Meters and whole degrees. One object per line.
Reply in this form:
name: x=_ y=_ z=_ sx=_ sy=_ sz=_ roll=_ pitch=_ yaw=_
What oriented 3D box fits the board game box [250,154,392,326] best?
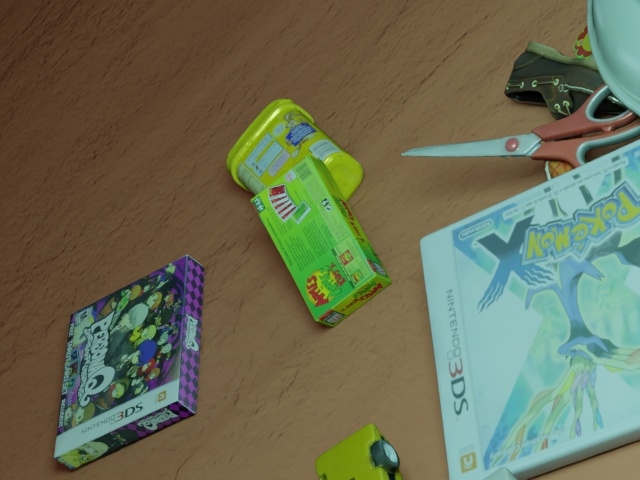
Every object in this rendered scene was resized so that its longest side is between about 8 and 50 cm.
board game box: x=0.000 y=0.000 z=2.166 sx=0.092 sy=0.043 sz=0.181 roll=-38 pitch=62 yaw=18

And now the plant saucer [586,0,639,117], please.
plant saucer: x=0.406 y=-0.303 z=1.813 sx=0.400 sy=0.100 sz=0.400 roll=-25 pitch=50 yaw=35

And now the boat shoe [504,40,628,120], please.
boat shoe: x=0.280 y=-0.163 z=2.046 sx=0.073 sy=0.073 sz=0.207 roll=-56 pitch=30 yaw=-4

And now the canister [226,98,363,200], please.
canister: x=-0.032 y=-0.089 z=2.307 sx=0.126 sy=0.073 sz=0.170 roll=-50 pitch=38 yaw=4

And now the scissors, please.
scissors: x=0.221 y=-0.094 z=1.969 sx=0.297 sy=0.021 sz=0.109 roll=-17 pitch=65 yaw=23

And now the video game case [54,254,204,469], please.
video game case: x=-0.241 y=0.154 z=2.346 sx=0.210 sy=0.042 sz=0.232 roll=-26 pitch=43 yaw=28

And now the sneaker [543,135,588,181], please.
sneaker: x=0.276 y=-0.051 z=1.967 sx=0.067 sy=0.064 sz=0.175 roll=-17 pitch=58 yaw=31

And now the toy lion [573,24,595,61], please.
toy lion: x=0.331 y=-0.230 z=2.081 sx=0.100 sy=0.034 sz=0.096 roll=-36 pitch=32 yaw=19

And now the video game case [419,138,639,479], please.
video game case: x=0.253 y=0.072 z=1.854 sx=0.329 sy=0.036 sz=0.300 roll=-25 pitch=55 yaw=30

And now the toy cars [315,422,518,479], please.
toy cars: x=0.118 y=0.299 z=1.799 sx=0.394 sy=0.087 sz=0.176 roll=12 pitch=67 yaw=53
